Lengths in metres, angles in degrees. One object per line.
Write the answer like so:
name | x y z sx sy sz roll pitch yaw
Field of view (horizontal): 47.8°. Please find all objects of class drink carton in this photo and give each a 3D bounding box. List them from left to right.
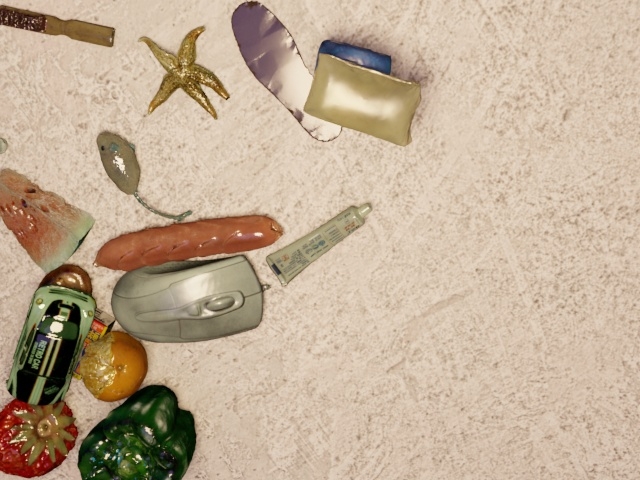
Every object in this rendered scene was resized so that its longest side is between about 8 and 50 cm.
drink carton | -0.547 0.238 1.684 0.071 0.056 0.166 33 108 2

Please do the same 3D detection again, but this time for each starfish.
starfish | -0.287 -0.336 1.478 0.223 0.050 0.217 40 115 -2

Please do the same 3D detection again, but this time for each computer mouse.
computer mouse | -0.294 0.139 1.593 0.370 0.122 0.188 -9 107 6

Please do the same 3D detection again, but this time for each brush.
brush | -0.543 -0.436 1.474 0.247 0.036 0.043 13 113 2

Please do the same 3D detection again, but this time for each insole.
insole | -0.069 -0.337 1.467 0.111 0.007 0.328 -35 101 17

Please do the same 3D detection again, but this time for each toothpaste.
toothpaste | 0.001 0.001 1.548 0.268 0.047 0.069 -35 120 18

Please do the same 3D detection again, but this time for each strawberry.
strawberry | -0.710 0.469 1.719 0.244 0.205 0.205 -26 104 38

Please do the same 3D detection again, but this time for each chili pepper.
chili pepper | -0.401 0.468 1.639 0.248 0.257 0.233 -36 96 14

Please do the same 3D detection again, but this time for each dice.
dice | 0.055 -0.301 1.388 0.143 0.146 0.146 12 106 -2

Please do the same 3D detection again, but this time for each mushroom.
mushroom | -0.576 0.112 1.631 0.126 0.085 0.109 -26 134 0

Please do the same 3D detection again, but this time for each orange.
orange | -0.465 0.283 1.621 0.156 0.134 0.157 7 75 -26

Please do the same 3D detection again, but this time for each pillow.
pillow | 0.080 -0.251 1.298 0.208 0.053 0.119 17 105 0

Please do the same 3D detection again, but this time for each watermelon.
watermelon | -0.629 -0.054 1.591 0.241 0.094 0.154 46 117 -7

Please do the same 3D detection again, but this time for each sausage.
sausage | -0.294 0.004 1.565 0.432 0.088 0.088 -9 107 8

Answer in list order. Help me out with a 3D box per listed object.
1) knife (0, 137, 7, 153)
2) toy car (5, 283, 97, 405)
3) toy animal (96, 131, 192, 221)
knife | -0.763 -0.216 1.577 0.162 0.023 0.044 6 111 4
toy car | -0.593 0.247 1.578 0.136 0.125 0.306 18 109 -22
toy animal | -0.391 -0.124 1.544 0.079 0.070 0.253 -31 106 31
